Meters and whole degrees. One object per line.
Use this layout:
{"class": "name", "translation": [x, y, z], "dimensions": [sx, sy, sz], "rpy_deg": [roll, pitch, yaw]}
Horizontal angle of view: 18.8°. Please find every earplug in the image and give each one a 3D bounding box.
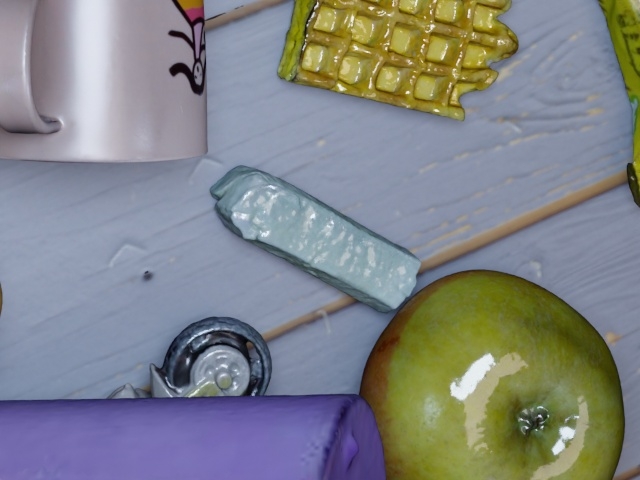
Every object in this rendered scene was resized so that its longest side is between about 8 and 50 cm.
{"class": "earplug", "translation": [-0.184, 0.221, 1.524], "dimensions": [0.456, 0.215, 0.215], "rpy_deg": [1, 103, 16]}

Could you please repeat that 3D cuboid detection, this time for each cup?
{"class": "cup", "translation": [-0.193, -0.165, 1.503], "dimensions": [0.191, 0.253, 0.200], "rpy_deg": [3, 99, 16]}

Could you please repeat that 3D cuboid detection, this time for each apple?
{"class": "apple", "translation": [0.154, 0.156, 1.725], "dimensions": [0.261, 0.194, 0.261], "rpy_deg": [-3, 99, -19]}

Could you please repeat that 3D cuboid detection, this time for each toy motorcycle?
{"class": "toy motorcycle", "translation": [-0.121, 0.243, 1.683], "dimensions": [0.223, 0.108, 0.341], "rpy_deg": [-16, 107, -10]}

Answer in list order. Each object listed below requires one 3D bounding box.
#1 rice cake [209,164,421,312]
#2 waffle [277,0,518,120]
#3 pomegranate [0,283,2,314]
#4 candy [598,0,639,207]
{"class": "rice cake", "translation": [-0.001, 0.000, 1.702], "dimensions": [0.206, 0.069, 0.063], "rpy_deg": [28, 89, -22]}
{"class": "waffle", "translation": [0.081, -0.197, 1.701], "dimensions": [0.211, 0.055, 0.160], "rpy_deg": [10, 96, -22]}
{"class": "pomegranate", "translation": [-0.343, 0.052, 1.486], "dimensions": [0.191, 0.191, 0.191], "rpy_deg": [-4, 102, -20]}
{"class": "candy", "translation": [0.327, -0.200, 1.781], "dimensions": [0.187, 0.081, 0.297], "rpy_deg": [-24, 108, -17]}
